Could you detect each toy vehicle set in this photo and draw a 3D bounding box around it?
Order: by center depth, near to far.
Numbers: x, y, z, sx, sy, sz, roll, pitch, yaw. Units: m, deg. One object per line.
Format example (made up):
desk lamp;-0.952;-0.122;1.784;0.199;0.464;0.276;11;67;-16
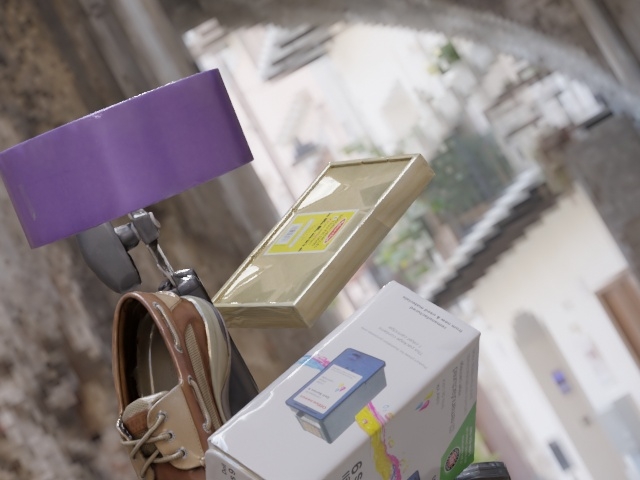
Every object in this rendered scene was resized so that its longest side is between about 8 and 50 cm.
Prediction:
toy vehicle set;0.000;0.000;2.067;0.166;0.035;0.267;-2;40;50

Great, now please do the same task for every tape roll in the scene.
tape roll;-0.152;-0.064;1.370;0.189;0.080;0.189;-22;5;2

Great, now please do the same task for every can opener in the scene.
can opener;-0.166;0.072;1.865;0.095;0.283;0.076;-28;11;-1

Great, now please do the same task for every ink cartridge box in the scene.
ink cartridge box;0.019;0.157;1.297;0.212;0.093;0.154;-37;-37;-32

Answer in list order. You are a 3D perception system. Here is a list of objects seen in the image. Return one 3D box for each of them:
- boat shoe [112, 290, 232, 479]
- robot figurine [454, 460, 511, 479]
boat shoe;-0.148;0.192;1.713;0.123;0.324;0.116;-34;-37;27
robot figurine;0.076;0.300;1.466;0.291;0.085;0.211;-30;-51;10
